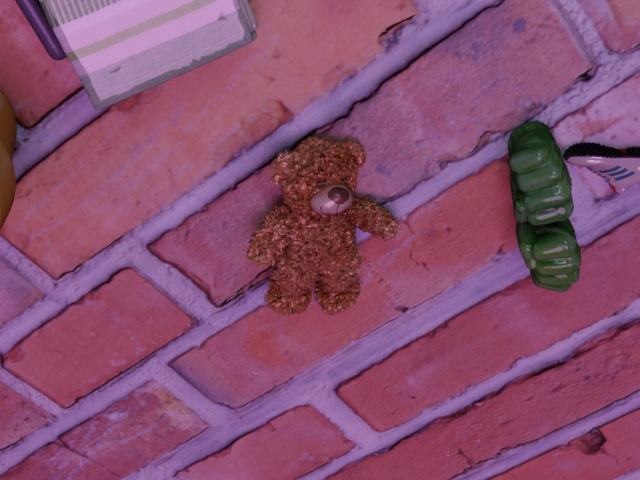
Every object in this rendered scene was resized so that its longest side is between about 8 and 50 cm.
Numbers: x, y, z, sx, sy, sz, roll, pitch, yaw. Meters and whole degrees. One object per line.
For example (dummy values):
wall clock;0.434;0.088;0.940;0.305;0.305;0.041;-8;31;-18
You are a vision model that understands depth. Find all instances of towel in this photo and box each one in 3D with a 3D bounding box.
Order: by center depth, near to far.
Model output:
towel;-0.245;-0.358;0.977;0.248;0.038;0.325;-23;119;-2

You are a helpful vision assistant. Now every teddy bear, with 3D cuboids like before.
teddy bear;0.000;0.000;1.261;0.245;0.113;0.338;16;123;-14

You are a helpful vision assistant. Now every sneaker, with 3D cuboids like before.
sneaker;0.460;-0.109;1.225;0.161;0.057;0.075;2;119;-6

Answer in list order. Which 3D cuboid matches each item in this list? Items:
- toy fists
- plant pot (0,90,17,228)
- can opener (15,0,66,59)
toy fists;0.348;-0.043;1.217;0.096;0.142;0.279;-13;124;8
plant pot;-0.542;-0.120;1.086;0.254;0.239;0.254;-1;124;-1
can opener;-0.398;-0.364;1.016;0.074;0.093;0.280;-18;128;10
